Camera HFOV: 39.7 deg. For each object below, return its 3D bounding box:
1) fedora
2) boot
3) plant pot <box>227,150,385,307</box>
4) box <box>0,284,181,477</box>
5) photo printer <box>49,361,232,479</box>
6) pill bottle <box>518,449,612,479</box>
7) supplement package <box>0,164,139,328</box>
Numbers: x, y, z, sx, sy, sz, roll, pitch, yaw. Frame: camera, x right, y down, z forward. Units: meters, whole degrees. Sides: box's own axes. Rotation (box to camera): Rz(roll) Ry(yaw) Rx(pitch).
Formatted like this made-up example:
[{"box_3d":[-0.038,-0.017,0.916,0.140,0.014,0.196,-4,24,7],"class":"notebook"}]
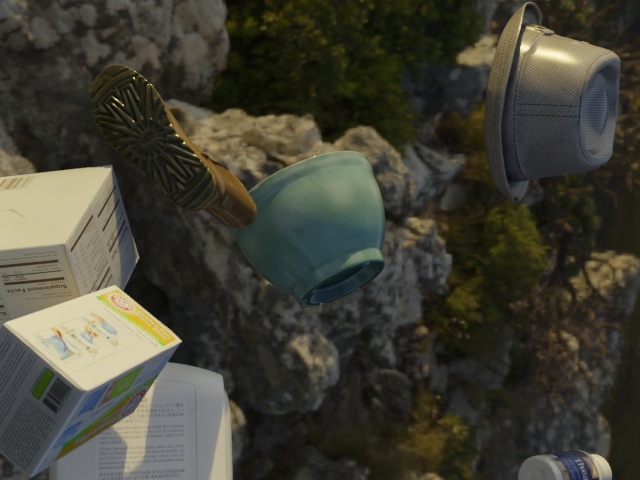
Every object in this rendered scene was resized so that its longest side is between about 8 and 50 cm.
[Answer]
[{"box_3d":[0.292,-0.161,1.070,0.275,0.124,0.244,-6,102,-64],"class":"fedora"},{"box_3d":[-0.200,-0.117,1.253,0.236,0.089,0.269,55,4,6],"class":"boot"},{"box_3d":[0.000,0.000,1.621,0.293,0.293,0.196,-1,59,-50],"class":"plant pot"},{"box_3d":[-0.248,0.134,0.903,0.114,0.103,0.203,-55,171,16],"class":"box"},{"box_3d":[-0.251,0.326,1.251,0.255,0.107,0.308,-1,73,-12],"class":"photo printer"},{"box_3d":[0.312,0.301,1.120,0.120,0.067,0.067,4,86,-37],"class":"pill bottle"},{"box_3d":[-0.389,0.025,1.105,0.204,0.261,0.145,-81,164,-59],"class":"supplement package"}]
